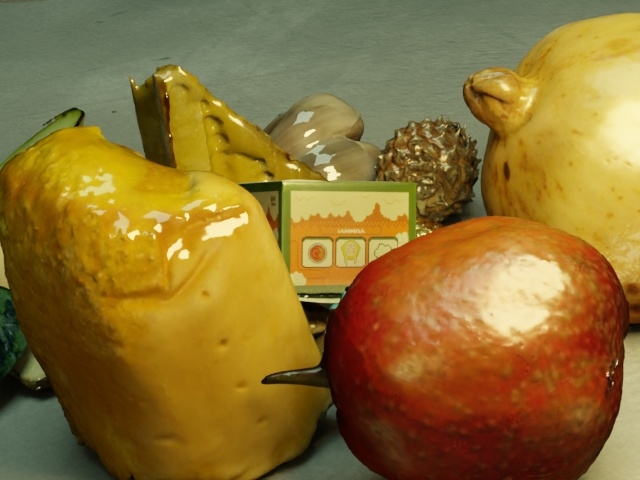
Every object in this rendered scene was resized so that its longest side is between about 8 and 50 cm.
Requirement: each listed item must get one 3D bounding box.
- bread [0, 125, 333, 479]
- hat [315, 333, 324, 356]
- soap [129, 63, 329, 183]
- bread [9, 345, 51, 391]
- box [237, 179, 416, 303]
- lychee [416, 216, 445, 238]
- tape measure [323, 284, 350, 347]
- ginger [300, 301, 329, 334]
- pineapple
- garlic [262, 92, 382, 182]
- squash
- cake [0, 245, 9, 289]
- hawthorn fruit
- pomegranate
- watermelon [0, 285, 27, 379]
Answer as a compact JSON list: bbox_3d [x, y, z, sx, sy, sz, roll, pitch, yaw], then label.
[{"bbox_3d":[-0.203,0.065,1.540,0.250,0.394,0.361,-39,39,-25],"label":"bread"},{"bbox_3d":[0.055,0.114,1.693,0.193,0.082,0.193,-6,24,3],"label":"hat"},{"bbox_3d":[-0.080,-0.121,1.954,0.304,0.338,0.169,-20,28,-24],"label":"soap"},{"bbox_3d":[-0.336,0.146,1.790,0.126,0.044,0.129,-34,36,-33],"label":"bread"},{"bbox_3d":[0.000,0.000,1.763,0.178,0.148,0.195,-1,2,-22],"label":"box"},{"bbox_3d":[0.127,0.028,1.837,0.114,0.114,0.146,-3,41,10],"label":"lychee"},{"bbox_3d":[0.045,0.123,1.578,0.081,0.125,0.146,-10,65,0],"label":"tape measure"},{"bbox_3d":[-0.079,0.103,1.787,0.193,0.052,0.176,-22,14,-36],"label":"ginger"},{"bbox_3d":[0.159,-0.108,2.084,0.166,0.166,0.193,-3,21,10],"label":"pineapple"},{"bbox_3d":[-0.010,-0.114,2.214,0.292,0.210,0.237,-21,-8,-25],"label":"garlic"},{"bbox_3d":[-0.482,-0.133,2.346,0.204,0.155,0.237,-11,24,-12],"label":"squash"},{"bbox_3d":[-0.542,0.046,1.934,0.262,0.159,0.158,3,28,26],"label":"cake"},{"bbox_3d":[0.124,0.120,1.413,0.369,0.284,0.284,-9,23,3],"label":"hawthorn fruit"},{"bbox_3d":[0.348,-0.101,1.709,0.410,0.410,0.410,-6,23,3],"label":"pomegranate"},{"bbox_3d":[-0.463,0.105,1.767,0.202,0.136,0.207,-5,19,26],"label":"watermelon"}]
